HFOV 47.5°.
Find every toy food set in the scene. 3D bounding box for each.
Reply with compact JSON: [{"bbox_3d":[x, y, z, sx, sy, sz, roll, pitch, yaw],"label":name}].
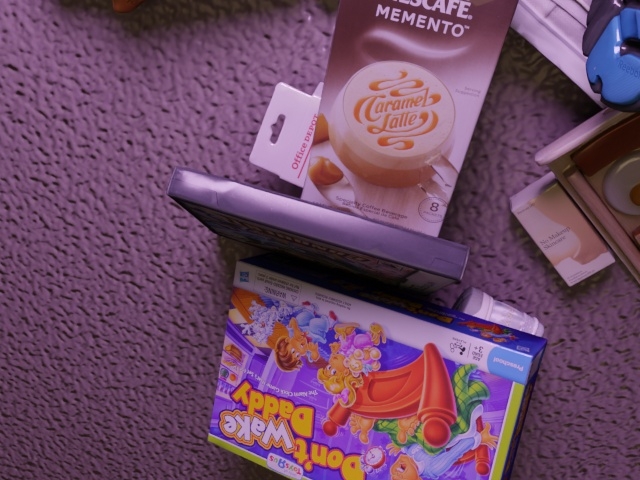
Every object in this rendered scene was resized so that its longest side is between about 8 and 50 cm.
[{"bbox_3d":[0.383,-0.040,0.710,0.219,0.092,0.306,-34,117,24],"label":"toy food set"}]

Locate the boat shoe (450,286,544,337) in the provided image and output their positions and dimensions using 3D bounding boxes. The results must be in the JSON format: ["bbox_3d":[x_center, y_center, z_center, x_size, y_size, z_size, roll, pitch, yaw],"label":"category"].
[{"bbox_3d":[0.157,0.209,0.892,0.103,0.118,0.321,24,111,4],"label":"boat shoe"}]

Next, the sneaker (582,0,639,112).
[{"bbox_3d":[0.285,-0.262,0.587,0.139,0.125,0.341,3,82,-14],"label":"sneaker"}]

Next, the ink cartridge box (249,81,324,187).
[{"bbox_3d":[0.025,-0.101,0.794,0.180,0.060,0.104,24,119,-1],"label":"ink cartridge box"}]

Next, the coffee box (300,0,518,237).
[{"bbox_3d":[0.074,-0.136,0.655,0.141,0.098,0.247,15,127,4],"label":"coffee box"}]

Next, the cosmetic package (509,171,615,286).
[{"bbox_3d":[0.265,-0.013,0.800,0.060,0.041,0.115,-36,104,25],"label":"cosmetic package"}]

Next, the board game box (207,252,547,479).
[{"bbox_3d":[0.050,0.173,0.821,0.346,0.078,0.234,16,103,25],"label":"board game box"}]

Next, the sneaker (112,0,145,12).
[{"bbox_3d":[-0.282,-0.339,0.713,0.290,0.106,0.123,39,114,-10],"label":"sneaker"}]

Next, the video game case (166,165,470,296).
[{"bbox_3d":[0.000,0.000,0.759,0.274,0.248,0.035,16,83,3],"label":"video game case"}]

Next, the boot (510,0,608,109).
[{"bbox_3d":[0.222,-0.245,0.676,0.258,0.095,0.123,35,112,-16],"label":"boot"}]
